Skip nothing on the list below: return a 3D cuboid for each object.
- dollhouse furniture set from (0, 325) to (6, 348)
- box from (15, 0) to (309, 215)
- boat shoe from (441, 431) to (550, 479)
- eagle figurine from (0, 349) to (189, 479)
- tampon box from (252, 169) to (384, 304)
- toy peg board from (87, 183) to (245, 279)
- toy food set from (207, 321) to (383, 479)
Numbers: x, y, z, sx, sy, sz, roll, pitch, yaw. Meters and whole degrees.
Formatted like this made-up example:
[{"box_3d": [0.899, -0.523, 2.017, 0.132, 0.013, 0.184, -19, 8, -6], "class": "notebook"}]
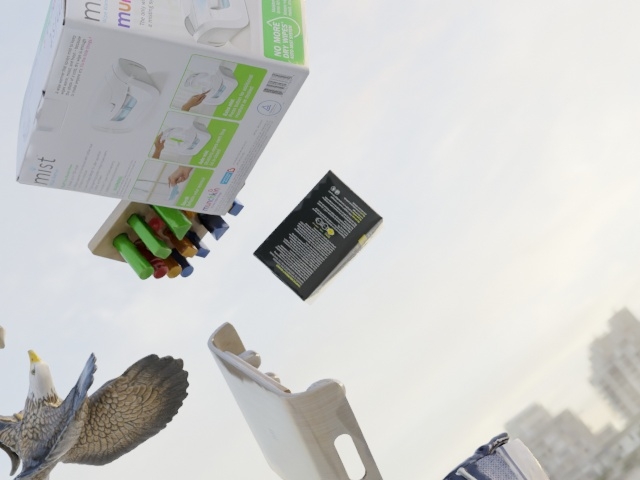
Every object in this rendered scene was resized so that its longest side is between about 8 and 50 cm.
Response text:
[{"box_3d": [-0.411, 0.085, 1.324, 0.091, 0.114, 0.081, 4, -34, -7], "class": "dollhouse furniture set"}, {"box_3d": [-0.164, -0.152, 1.105, 0.231, 0.127, 0.262, 9, -33, -19], "class": "box"}, {"box_3d": [0.237, 0.385, 1.241, 0.158, 0.340, 0.127, -24, -39, -19], "class": "boat shoe"}, {"box_3d": [-0.362, 0.256, 1.586, 0.298, 0.225, 0.226, -9, 40, 28], "class": "eagle figurine"}, {"box_3d": [0.000, 0.000, 1.578, 0.161, 0.101, 0.120, -47, -8, -1], "class": "tampon box"}, {"box_3d": [-0.171, -0.014, 1.379, 0.161, 0.079, 0.160, -50, -31, 13], "class": "toy peg board"}, {"box_3d": [-0.026, 0.238, 1.501, 0.092, 0.220, 0.306, -32, 24, -19], "class": "toy food set"}]
